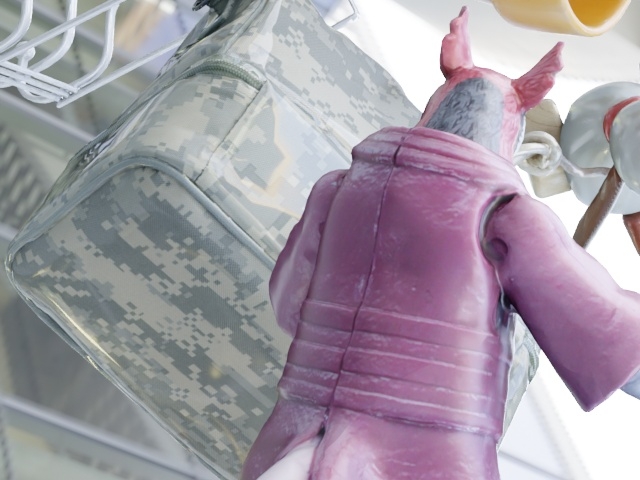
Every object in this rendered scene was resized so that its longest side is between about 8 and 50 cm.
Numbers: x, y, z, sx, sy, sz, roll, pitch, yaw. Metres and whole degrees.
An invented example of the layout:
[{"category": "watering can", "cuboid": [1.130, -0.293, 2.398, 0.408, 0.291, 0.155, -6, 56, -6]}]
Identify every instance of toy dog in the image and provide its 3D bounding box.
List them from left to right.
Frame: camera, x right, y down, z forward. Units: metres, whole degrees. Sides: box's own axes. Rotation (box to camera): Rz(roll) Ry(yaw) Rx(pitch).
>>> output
[{"category": "toy dog", "cuboid": [0.248, -0.042, 1.457, 0.220, 0.161, 0.333, -17, -171, 23]}]

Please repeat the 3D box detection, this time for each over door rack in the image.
[{"category": "over door rack", "cuboid": [-0.146, -0.207, 1.559, 0.324, 0.239, 0.108, -14, -94, 10]}]

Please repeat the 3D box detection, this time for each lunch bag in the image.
[{"category": "lunch bag", "cuboid": [0.000, 0.000, 1.150, 0.212, 0.305, 0.256, -32, -159, 48]}]

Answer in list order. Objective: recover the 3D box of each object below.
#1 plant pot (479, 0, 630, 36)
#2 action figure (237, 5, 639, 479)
[{"category": "plant pot", "cuboid": [0.105, -0.246, 1.233, 0.188, 0.205, 0.205, 9, -106, 27]}, {"category": "action figure", "cuboid": [0.018, 0.066, 0.816, 0.248, 0.275, 0.370, 5, -101, 38]}]
